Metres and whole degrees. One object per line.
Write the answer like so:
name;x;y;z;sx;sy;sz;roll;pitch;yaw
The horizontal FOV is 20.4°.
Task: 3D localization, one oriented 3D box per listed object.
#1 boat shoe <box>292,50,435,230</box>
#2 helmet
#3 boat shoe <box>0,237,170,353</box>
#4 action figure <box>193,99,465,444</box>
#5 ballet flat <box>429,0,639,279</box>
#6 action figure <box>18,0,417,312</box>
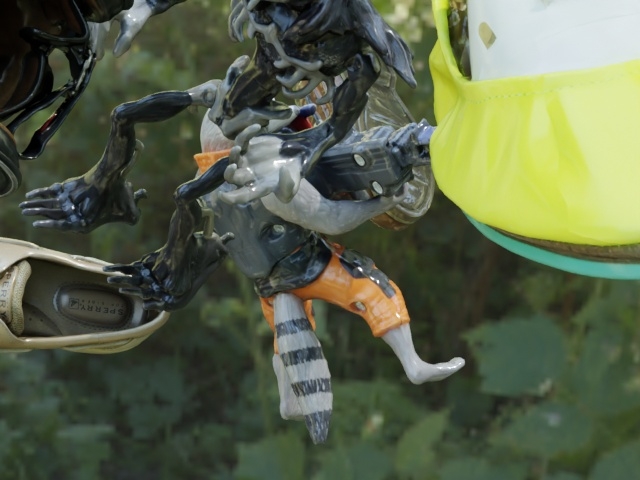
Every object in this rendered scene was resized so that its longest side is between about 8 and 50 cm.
boat shoe;0.038;-0.115;1.918;0.110;0.104;0.307;28;35;-36
helmet;-0.187;-0.112;0.822;0.161;0.169;0.169;39;11;-29
boat shoe;-0.312;0.047;1.686;0.341;0.122;0.110;3;-7;-23
action figure;0.000;0.000;1.622;0.178;0.330;0.341;-33;9;-37
ballet flat;0.062;-0.049;0.487;0.077;0.077;0.231;-11;12;-1
action figure;-0.055;-0.083;0.998;0.164;0.276;0.141;44;30;14
